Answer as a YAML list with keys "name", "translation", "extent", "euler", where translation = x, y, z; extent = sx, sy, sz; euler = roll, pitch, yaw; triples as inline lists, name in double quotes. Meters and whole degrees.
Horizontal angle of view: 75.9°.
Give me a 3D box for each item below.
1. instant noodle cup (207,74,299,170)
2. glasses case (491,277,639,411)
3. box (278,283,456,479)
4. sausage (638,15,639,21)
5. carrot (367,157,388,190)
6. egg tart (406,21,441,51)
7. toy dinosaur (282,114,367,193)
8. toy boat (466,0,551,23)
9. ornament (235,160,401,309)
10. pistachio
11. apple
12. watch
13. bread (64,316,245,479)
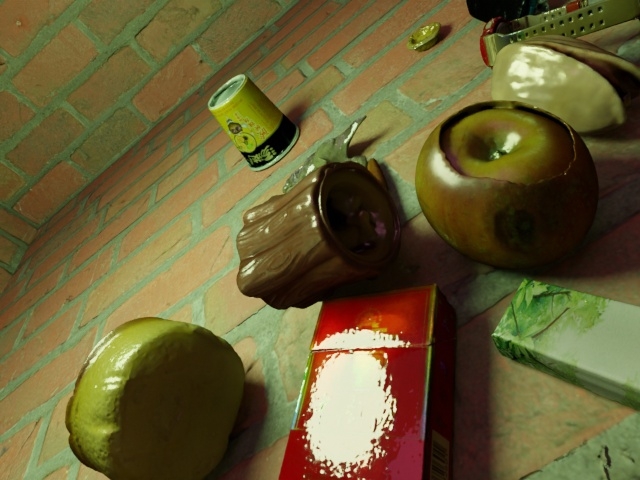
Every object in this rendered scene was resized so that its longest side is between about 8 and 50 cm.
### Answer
- name: "instant noodle cup"
  translation: [-0.210, -0.368, 1.262]
  extent: [0.215, 0.236, 0.216]
  euler: [-23, 41, 22]
- name: "glasses case"
  translation: [0.327, 0.122, 0.414]
  extent: [0.272, 0.062, 0.095]
  euler: [17, 61, 50]
- name: "box"
  translation: [0.067, 0.219, 0.542]
  extent: [0.197, 0.089, 0.314]
  euler: [-15, 44, 35]
- name: "sausage"
  translation: [0.575, -0.412, 0.682]
  extent: [0.094, 0.094, 0.420]
  euler: [111, 178, -57]
- name: "carrot"
  translation: [0.112, -0.066, 0.809]
  extent: [0.069, 0.069, 0.336]
  euler: [-25, 35, 24]
- name: "egg tart"
  translation: [0.290, -0.559, 1.138]
  extent: [0.105, 0.039, 0.105]
  euler: [-26, 40, 23]
- name: "toy dinosaur"
  translation: [0.003, -0.183, 1.007]
  extent: [0.293, 0.077, 0.162]
  euler: [-24, 40, 26]
- name: "toy boat"
  translation: [0.453, -0.596, 0.983]
  extent: [0.092, 0.134, 0.299]
  euler: [-2, 39, -7]
- name: "ornament"
  translation: [0.000, 0.000, 0.667]
  extent: [0.217, 0.221, 0.235]
  euler: [-27, 16, 48]
- name: "pistachio"
  translation: [0.383, -0.248, 0.651]
  extent: [0.157, 0.157, 0.229]
  euler: [-47, 48, -5]
- name: "apple"
  translation: [0.244, -0.077, 0.564]
  extent: [0.236, 0.207, 0.237]
  euler: [-24, 43, 24]
- name: "watch"
  translation: [0.444, -0.407, 0.779]
  extent: [0.268, 0.102, 0.165]
  euler: [-2, 32, 43]
- name: "bread"
  translation: [-0.251, 0.257, 0.667]
  extent: [0.147, 0.270, 0.270]
  euler: [-5, 51, 39]
